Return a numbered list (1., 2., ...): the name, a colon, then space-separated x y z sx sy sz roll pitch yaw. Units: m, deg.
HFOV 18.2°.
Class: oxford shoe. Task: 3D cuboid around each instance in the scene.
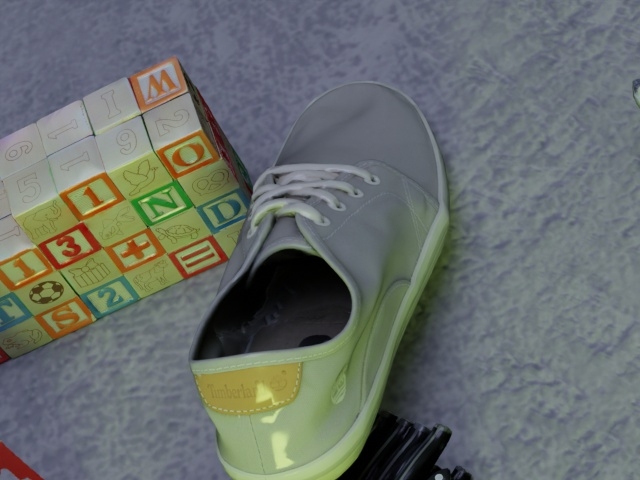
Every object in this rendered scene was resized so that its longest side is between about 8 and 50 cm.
1. oxford shoe: 0.000 0.000 1.565 0.169 0.130 0.449 -9 37 22

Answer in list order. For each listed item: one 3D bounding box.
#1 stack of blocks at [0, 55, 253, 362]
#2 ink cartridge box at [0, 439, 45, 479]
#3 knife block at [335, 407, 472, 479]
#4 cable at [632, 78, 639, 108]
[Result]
1. stack of blocks: -0.212 -0.015 1.677 0.297 0.171 0.087 -25 53 5
2. ink cartridge box: -0.214 0.255 1.473 0.056 0.181 0.225 -19 42 27
3. knife block: -0.017 0.235 1.485 0.275 0.088 0.242 -18 47 8
4. cable: 0.388 -0.073 1.533 0.257 0.089 0.257 -18 55 9
